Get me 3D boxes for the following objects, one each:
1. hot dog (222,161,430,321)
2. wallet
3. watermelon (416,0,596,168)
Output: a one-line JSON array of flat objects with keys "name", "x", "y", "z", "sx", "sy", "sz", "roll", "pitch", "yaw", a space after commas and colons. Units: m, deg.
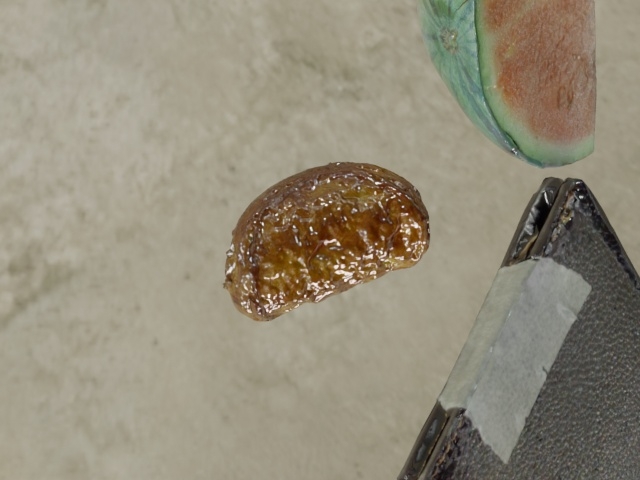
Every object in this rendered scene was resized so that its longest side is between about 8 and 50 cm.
[{"name": "hot dog", "x": 0.001, "y": 0.002, "z": 0.872, "sx": 0.147, "sy": 0.065, "sz": 0.099, "roll": -21, "pitch": 140, "yaw": -11}, {"name": "wallet", "x": 0.142, "y": 0.124, "z": 0.771, "sx": 0.221, "sy": 0.071, "sz": 0.262, "roll": -58, "pitch": 137, "yaw": -27}, {"name": "watermelon", "x": 0.147, "y": -0.127, "z": 1.034, "sx": 0.231, "sy": 0.128, "sz": 0.146, "roll": -6, "pitch": 88, "yaw": -50}]
